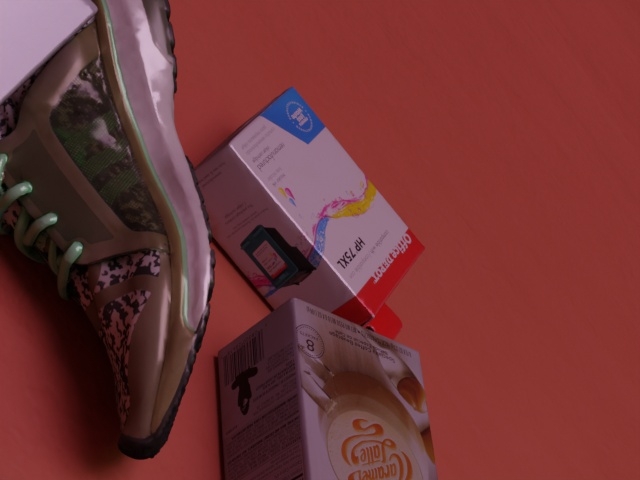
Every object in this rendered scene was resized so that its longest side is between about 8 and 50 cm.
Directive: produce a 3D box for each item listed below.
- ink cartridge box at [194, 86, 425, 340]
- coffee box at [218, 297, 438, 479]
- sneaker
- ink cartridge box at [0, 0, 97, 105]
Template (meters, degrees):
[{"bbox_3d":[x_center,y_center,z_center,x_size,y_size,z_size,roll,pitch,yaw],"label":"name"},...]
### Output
[{"bbox_3d":[0.000,0.000,1.351,0.231,0.078,0.134,50,35,-7],"label":"ink cartridge box"},{"bbox_3d":[0.010,0.185,1.184,0.141,0.098,0.247,24,44,-35],"label":"coffee box"},{"bbox_3d":[-0.187,-0.031,1.151,0.182,0.158,0.410,-4,62,-16],"label":"sneaker"},{"bbox_3d":[-0.317,-0.146,1.027,0.239,0.060,0.275,47,60,-12],"label":"ink cartridge box"}]
